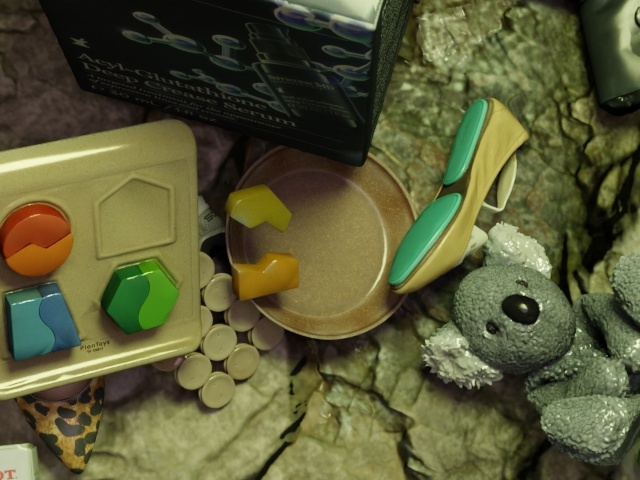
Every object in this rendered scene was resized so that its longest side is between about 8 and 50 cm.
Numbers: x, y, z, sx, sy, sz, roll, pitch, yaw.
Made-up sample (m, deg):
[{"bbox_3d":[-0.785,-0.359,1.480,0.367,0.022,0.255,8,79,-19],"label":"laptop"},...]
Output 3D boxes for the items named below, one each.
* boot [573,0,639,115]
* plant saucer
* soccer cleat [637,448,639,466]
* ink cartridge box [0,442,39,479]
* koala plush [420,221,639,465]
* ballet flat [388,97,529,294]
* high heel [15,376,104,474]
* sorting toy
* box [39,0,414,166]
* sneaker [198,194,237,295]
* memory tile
[{"bbox_3d":[0.269,-0.228,1.580,0.246,0.094,0.207,-8,82,-13],"label":"boot"},{"bbox_3d":[0.000,0.000,1.544,0.198,0.036,0.198,3,78,-16],"label":"plant saucer"},{"bbox_3d":[0.382,0.175,1.578,0.179,0.072,0.060,-25,59,-27],"label":"soccer cleat"},{"bbox_3d":[-0.331,0.296,1.466,0.153,0.087,0.208,-4,86,-7],"label":"ink cartridge box"},{"bbox_3d":[0.221,0.097,1.525,0.221,0.203,0.196,25,82,17],"label":"koala plush"},{"bbox_3d":[0.143,-0.033,1.541,0.073,0.080,0.232,35,67,-19],"label":"ballet flat"},{"bbox_3d":[-0.253,0.089,1.444,0.093,0.186,0.261,-12,86,-8],"label":"high heel"},{"bbox_3d":[-0.158,0.011,1.395,0.307,0.041,0.229,-13,120,-22],"label":"sorting toy"},{"bbox_3d":[-0.068,-0.245,1.367,0.293,0.395,0.212,16,77,4],"label":"box"},{"bbox_3d":[-0.139,0.041,1.524,0.075,0.063,0.170,34,77,3],"label":"sneaker"},{"bbox_3d":[-0.110,0.087,1.510,0.113,0.012,0.148,-51,127,-6],"label":"memory tile"}]
